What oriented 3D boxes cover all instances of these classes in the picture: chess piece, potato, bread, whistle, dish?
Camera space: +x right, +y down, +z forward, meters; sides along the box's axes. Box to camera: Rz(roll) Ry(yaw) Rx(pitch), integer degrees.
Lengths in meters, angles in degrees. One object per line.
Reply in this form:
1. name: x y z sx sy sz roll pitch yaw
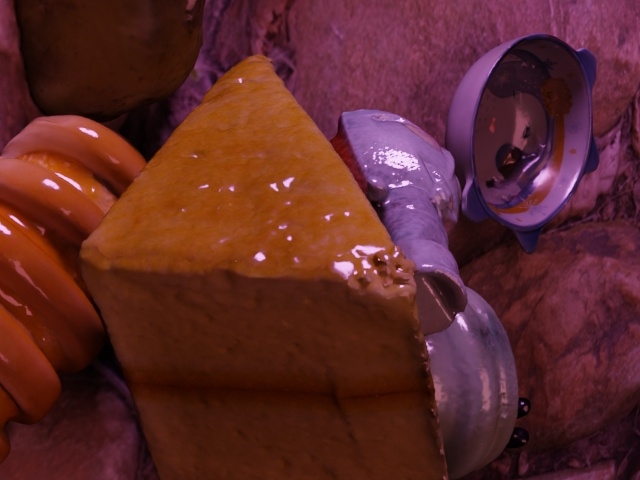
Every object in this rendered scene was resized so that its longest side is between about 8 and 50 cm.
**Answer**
1. chess piece: 0.014 0.143 1.068 0.299 0.194 0.195 -6 103 -32
2. potato: -0.142 -0.222 0.892 0.160 0.111 0.272 -9 104 -38
3. bread: 0.000 0.000 0.900 0.362 0.245 0.233 -67 151 -49
4. bread: -0.227 0.038 0.858 0.311 0.121 0.173 -52 128 -26
5. whistle: 0.064 -0.018 1.005 0.133 0.346 0.142 -7 113 0
6. dish: 0.195 -0.105 1.233 0.236 0.086 0.228 -25 116 -36

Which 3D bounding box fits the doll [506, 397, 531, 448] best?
1. doll: 0.173 0.162 1.282 0.195 0.070 0.096 44 39 -41
